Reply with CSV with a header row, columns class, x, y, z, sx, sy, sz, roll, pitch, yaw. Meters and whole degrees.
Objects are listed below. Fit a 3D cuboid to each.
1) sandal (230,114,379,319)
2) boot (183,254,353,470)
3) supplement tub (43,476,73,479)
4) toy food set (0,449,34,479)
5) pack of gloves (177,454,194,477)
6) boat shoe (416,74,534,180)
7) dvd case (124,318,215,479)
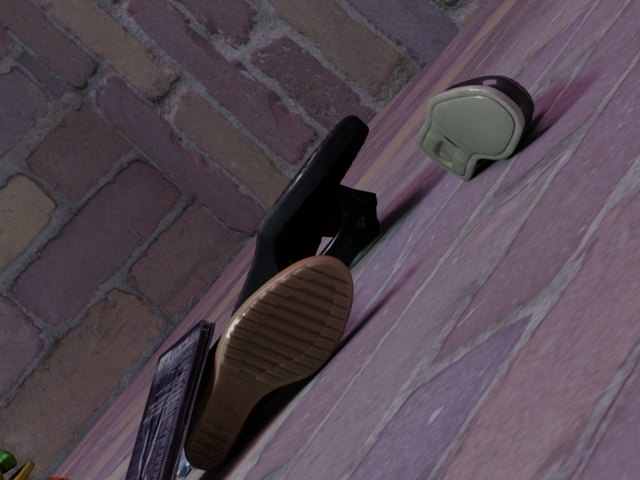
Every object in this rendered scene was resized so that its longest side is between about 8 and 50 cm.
class,x,y,z,sx,sy,sz,roll,pitch,yaw
sandal,0.001,-0.001,1.995,0.167,0.107,0.445,-51,-7,-26
boot,-0.051,0.077,1.593,0.248,0.090,0.207,-54,11,22
supplement tub,-0.288,0.324,1.698,0.117,0.117,0.190,-45,5,40
toy food set,-0.364,0.261,1.750,0.128,0.071,0.218,-50,5,-29
pack of gloves,-0.082,0.139,1.797,0.195,0.046,0.232,-46,4,15
boat shoe,0.144,-0.116,1.541,0.079,0.084,0.233,-49,1,-10
dvd case,-0.147,0.192,1.562,0.164,0.018,0.221,141,146,-65
